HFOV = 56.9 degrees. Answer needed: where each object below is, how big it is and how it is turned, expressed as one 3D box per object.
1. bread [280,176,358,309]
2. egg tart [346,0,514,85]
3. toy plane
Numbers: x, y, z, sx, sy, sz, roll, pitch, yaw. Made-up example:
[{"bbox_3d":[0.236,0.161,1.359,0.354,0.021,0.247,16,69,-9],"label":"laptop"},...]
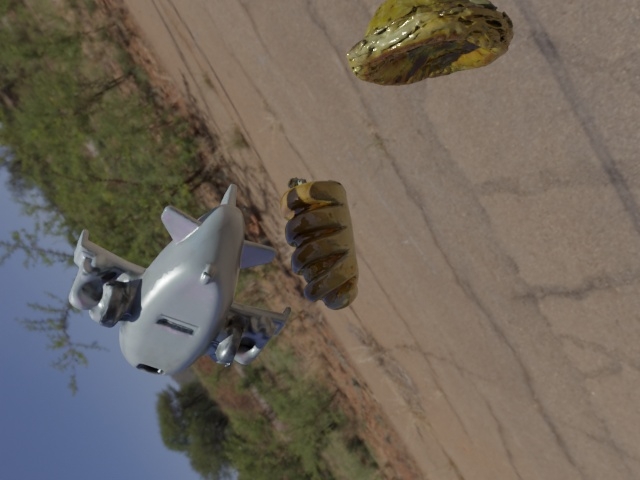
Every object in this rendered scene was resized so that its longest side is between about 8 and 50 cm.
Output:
[{"bbox_3d":[0.000,0.000,0.736,0.119,0.084,0.177,110,149,-78],"label":"bread"},{"bbox_3d":[0.178,-0.348,0.992,0.295,0.294,0.116,169,91,-74],"label":"egg tart"},{"bbox_3d":[-0.151,0.056,0.662,0.118,0.252,0.252,-95,-15,-54],"label":"toy plane"}]
